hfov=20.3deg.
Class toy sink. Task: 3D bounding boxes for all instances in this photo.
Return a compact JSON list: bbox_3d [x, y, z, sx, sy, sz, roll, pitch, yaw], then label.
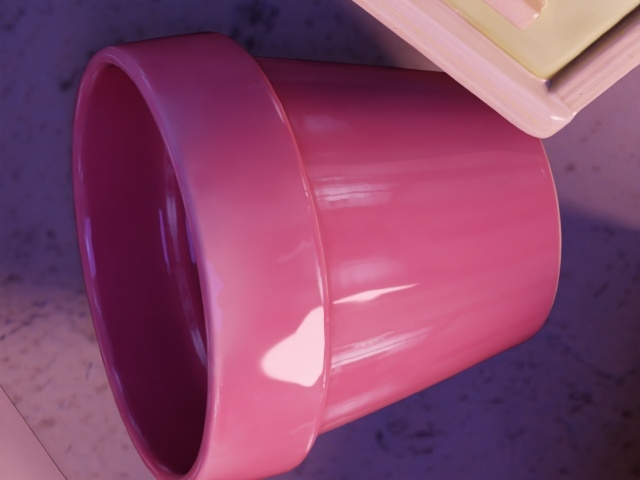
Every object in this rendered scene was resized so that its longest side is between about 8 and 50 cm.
[{"bbox_3d":[0.082,-0.147,0.730,0.153,0.131,0.234,37,136,-15],"label":"toy sink"}]

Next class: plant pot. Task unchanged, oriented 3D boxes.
[{"bbox_3d":[0.000,0.000,0.809,0.180,0.201,0.201,-9,111,-21],"label":"plant pot"}]

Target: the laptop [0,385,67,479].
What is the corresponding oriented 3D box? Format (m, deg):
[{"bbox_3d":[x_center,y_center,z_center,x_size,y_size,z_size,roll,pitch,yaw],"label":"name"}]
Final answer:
[{"bbox_3d":[-0.107,-0.009,0.678,0.236,0.382,0.408,-30,110,4],"label":"laptop"}]
